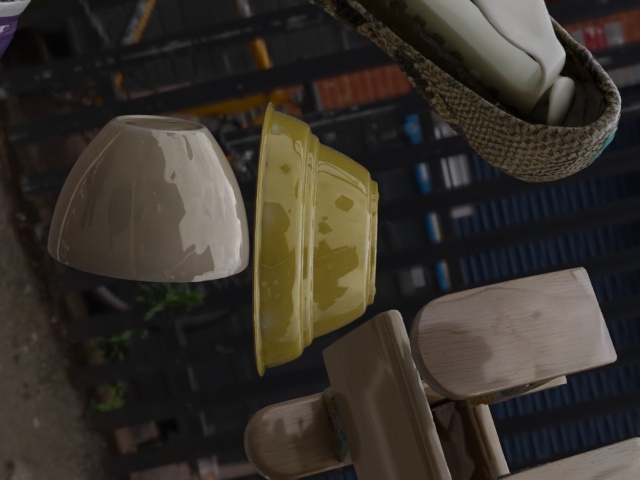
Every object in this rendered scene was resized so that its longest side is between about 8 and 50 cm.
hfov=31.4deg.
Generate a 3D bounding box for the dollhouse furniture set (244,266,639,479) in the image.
[{"bbox_3d":[0.031,0.160,0.511,0.212,0.161,0.242,-41,-118,60],"label":"dollhouse furniture set"}]

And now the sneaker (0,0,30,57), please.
[{"bbox_3d":[-0.321,-0.134,0.807,0.283,0.107,0.124,-21,142,-61],"label":"sneaker"}]

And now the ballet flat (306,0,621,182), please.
[{"bbox_3d":[0.068,-0.242,0.955,0.483,0.164,0.182,42,-12,0],"label":"ballet flat"}]

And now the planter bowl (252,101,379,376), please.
[{"bbox_3d":[0.000,0.000,0.901,0.217,0.090,0.217,2,90,-88],"label":"planter bowl"}]

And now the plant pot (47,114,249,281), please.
[{"bbox_3d":[-0.232,-0.072,1.598,0.284,0.284,0.191,-88,-175,-77],"label":"plant pot"}]
